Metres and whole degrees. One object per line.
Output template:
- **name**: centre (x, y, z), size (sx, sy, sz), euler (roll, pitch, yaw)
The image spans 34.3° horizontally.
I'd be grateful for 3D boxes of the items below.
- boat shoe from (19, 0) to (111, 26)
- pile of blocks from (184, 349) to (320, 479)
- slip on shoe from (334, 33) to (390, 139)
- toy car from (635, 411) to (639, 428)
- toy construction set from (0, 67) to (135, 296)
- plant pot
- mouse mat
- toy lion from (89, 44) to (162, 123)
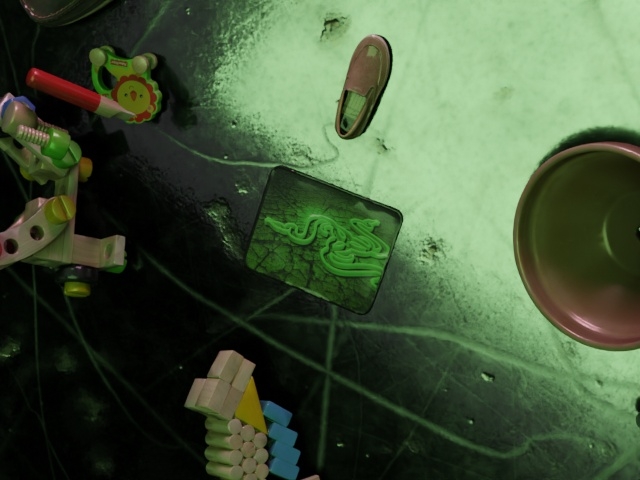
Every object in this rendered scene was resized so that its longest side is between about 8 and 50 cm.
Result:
- **boat shoe**: centre (-0.268, -0.410, 1.297), size (0.355, 0.130, 0.132), euler (-42, 88, 19)
- **pile of blocks**: centre (-0.092, 0.325, 1.422), size (0.112, 0.149, 0.362), euler (-11, 88, 60)
- **slip on shoe**: centre (0.049, -0.190, 1.298), size (0.051, 0.041, 0.135), euler (25, 106, 10)
- **toy car**: centre (0.472, 0.213, 1.217), size (0.188, 0.149, 0.155), euler (21, 116, 22)
- **toy construction set**: centre (-0.336, -0.067, 1.363), size (0.237, 0.257, 0.309), euler (19, 132, -33)
- **plant pot**: centre (0.350, 0.001, 1.195), size (0.237, 0.110, 0.237), euler (12, 107, 43)
- **mouse mat**: centre (0.000, 0.000, 1.369), size (0.189, 0.007, 0.152), euler (21, 106, 10)
- **toy lion**: centre (-0.260, -0.206, 1.390), size (0.100, 0.034, 0.096), euler (12, 111, 13)
